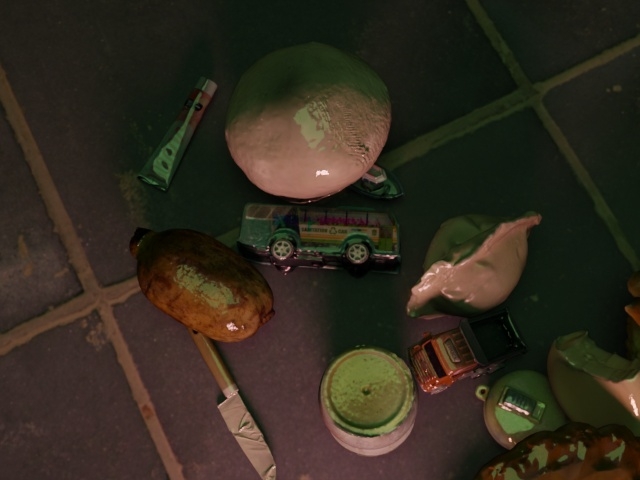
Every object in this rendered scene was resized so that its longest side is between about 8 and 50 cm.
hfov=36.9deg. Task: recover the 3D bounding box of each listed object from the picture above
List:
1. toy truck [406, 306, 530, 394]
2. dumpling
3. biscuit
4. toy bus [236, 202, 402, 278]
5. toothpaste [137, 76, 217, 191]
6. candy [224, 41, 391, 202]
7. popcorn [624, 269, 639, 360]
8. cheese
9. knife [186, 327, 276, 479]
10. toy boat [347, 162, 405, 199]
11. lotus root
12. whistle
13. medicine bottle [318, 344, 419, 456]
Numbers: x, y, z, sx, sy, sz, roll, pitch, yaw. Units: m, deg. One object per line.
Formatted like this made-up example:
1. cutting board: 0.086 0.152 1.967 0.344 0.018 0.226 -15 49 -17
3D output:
1. toy truck: 0.226 0.162 1.437 0.192 0.092 0.083 -12 70 -37
2. dumpling: 0.235 0.026 1.451 0.258 0.193 0.147 -31 68 -18
3. biscuit: 0.330 0.401 1.275 0.335 0.078 0.329 10 86 -6
4. toy bus: 0.000 0.000 1.528 0.262 0.091 0.109 4 67 2
5. toothpaste: -0.237 -0.182 1.621 0.056 0.036 0.205 26 80 8
6. candy: -0.023 -0.199 1.512 0.296 0.185 0.295 -9 59 16
7. popcorn: 0.561 0.126 1.386 0.270 0.224 0.257 -11 86 -29
8. cheese: 0.416 0.254 1.373 0.071 0.163 0.248 -29 109 -38
9. knife: -0.140 0.254 1.492 0.047 0.017 0.298 -32 74 0
10. toy boat: 0.075 -0.106 1.566 0.140 0.066 0.059 27 73 9
11. lotus root: -0.191 0.061 1.494 0.260 0.128 0.145 34 51 8
12. whistle: 0.353 0.277 1.438 0.258 0.067 0.126 25 74 7
13. medicine bottle: 0.071 0.238 1.421 0.147 0.143 0.147 -1 68 3
